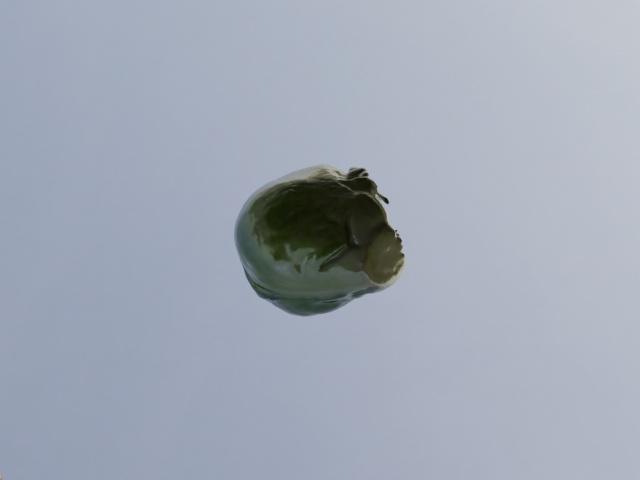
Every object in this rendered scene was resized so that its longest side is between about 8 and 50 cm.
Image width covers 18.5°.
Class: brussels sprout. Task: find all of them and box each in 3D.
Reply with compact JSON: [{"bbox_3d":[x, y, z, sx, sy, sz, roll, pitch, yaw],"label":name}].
[{"bbox_3d":[-0.008,0.002,1.881,0.145,0.131,0.183,-17,-157,-14],"label":"brussels sprout"}]

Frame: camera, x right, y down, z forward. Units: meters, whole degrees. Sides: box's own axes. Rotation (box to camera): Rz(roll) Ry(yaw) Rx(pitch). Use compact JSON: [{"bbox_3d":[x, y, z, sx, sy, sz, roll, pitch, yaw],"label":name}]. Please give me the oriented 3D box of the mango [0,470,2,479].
[{"bbox_3d":[-0.343,0.268,1.454,0.199,0.201,0.350,18,-124,2],"label":"mango"}]
